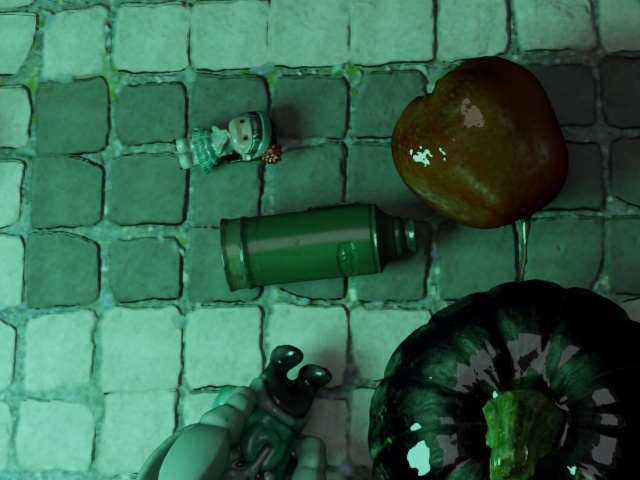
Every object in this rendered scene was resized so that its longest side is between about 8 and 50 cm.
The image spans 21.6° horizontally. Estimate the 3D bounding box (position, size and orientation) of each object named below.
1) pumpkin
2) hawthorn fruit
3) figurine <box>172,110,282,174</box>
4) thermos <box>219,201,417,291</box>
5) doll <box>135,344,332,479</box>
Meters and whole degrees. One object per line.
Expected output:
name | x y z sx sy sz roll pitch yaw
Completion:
pumpkin | 0.181 0.166 1.453 0.296 0.296 0.295 -2 74 7
hawthorn fruit | 0.169 -0.069 1.596 0.163 0.162 0.203 -40 89 -5
figurine | -0.093 -0.094 1.684 0.106 0.047 0.060 -13 64 6
thermos | 0.000 0.004 1.635 0.188 0.083 0.073 -6 95 5
doll | -0.083 0.216 1.534 0.195 0.153 0.258 8 78 -19
